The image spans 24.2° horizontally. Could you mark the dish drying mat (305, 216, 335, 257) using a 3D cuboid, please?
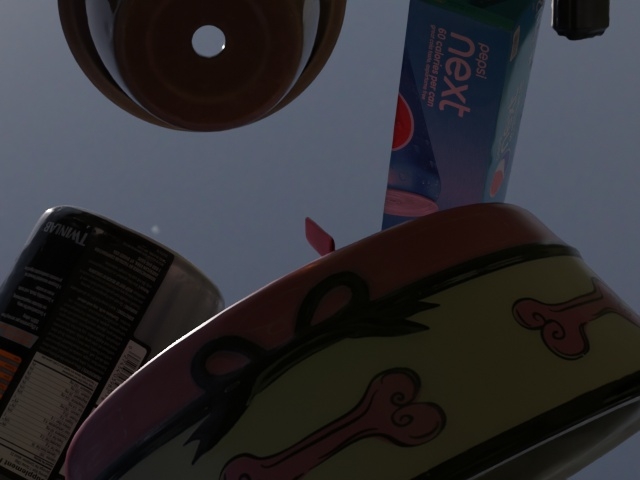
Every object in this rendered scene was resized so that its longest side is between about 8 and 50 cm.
[{"bbox_3d":[0.000,0.000,1.659,0.008,0.032,0.083,-6,-160,-19],"label":"dish drying mat"}]

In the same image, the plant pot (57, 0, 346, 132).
[{"bbox_3d":[-0.094,-0.195,1.260,0.263,0.263,0.229,40,-168,-19],"label":"plant pot"}]

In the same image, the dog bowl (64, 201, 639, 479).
[{"bbox_3d":[0.023,0.127,0.937,0.408,0.408,0.150,-9,-116,-51],"label":"dog bowl"}]

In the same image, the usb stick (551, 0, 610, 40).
[{"bbox_3d":[0.260,-0.337,1.466,0.077,0.045,0.278,-14,-71,-44],"label":"usb stick"}]

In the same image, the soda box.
[{"bbox_3d":[0.093,-0.084,0.996,0.071,0.210,0.067,22,-133,16],"label":"soda box"}]

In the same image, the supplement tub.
[{"bbox_3d":[-0.234,0.145,1.339,0.193,0.193,0.316,34,-105,-26],"label":"supplement tub"}]
